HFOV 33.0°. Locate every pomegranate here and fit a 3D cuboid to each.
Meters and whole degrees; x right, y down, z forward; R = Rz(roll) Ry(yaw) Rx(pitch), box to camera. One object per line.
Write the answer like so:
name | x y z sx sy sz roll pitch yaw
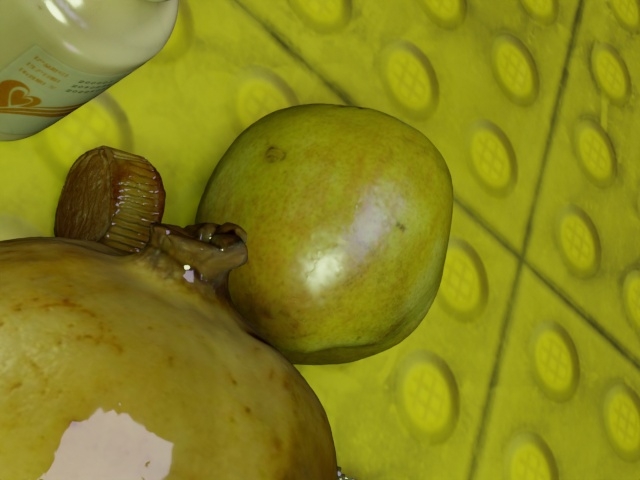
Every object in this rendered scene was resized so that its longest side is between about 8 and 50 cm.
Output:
pomegranate | -0.132 0.142 0.565 0.307 0.307 0.307 16 65 -39

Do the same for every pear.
pear | 0.000 0.000 0.787 0.200 0.200 0.200 16 65 -39

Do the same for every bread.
bread | -0.140 -0.020 0.736 0.053 0.085 0.085 19 64 -43

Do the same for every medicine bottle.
medicine bottle | -0.148 -0.147 0.649 0.114 0.252 0.114 16 65 -38

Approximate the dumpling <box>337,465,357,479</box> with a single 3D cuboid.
dumpling | 0.007 0.330 0.750 0.166 0.086 0.332 21 57 0
